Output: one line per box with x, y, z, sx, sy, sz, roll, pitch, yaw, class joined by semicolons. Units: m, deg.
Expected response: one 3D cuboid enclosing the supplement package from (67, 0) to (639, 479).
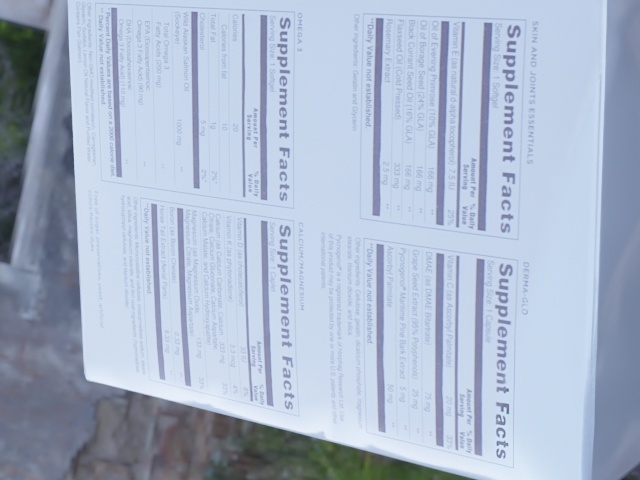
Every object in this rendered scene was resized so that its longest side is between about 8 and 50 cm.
0.049;-0.028;0.653;0.263;0.199;0.198;9;106;34;supplement package
